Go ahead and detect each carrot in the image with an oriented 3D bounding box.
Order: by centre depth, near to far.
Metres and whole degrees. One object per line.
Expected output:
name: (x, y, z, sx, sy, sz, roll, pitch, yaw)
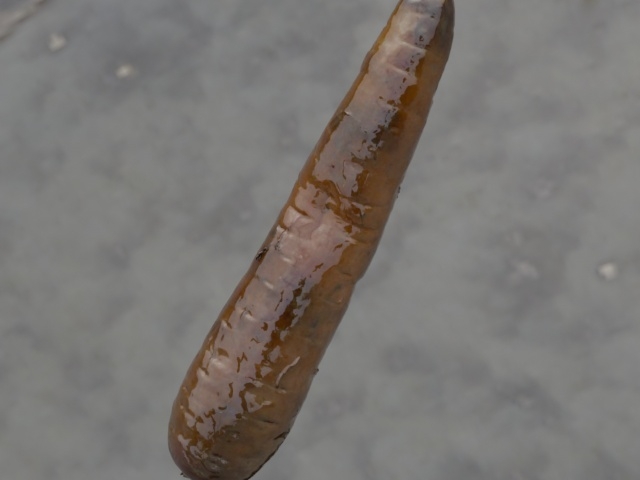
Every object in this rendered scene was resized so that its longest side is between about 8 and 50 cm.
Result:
carrot: (0.001, 0.000, 0.567, 0.035, 0.035, 0.165, 37, 104, 44)
